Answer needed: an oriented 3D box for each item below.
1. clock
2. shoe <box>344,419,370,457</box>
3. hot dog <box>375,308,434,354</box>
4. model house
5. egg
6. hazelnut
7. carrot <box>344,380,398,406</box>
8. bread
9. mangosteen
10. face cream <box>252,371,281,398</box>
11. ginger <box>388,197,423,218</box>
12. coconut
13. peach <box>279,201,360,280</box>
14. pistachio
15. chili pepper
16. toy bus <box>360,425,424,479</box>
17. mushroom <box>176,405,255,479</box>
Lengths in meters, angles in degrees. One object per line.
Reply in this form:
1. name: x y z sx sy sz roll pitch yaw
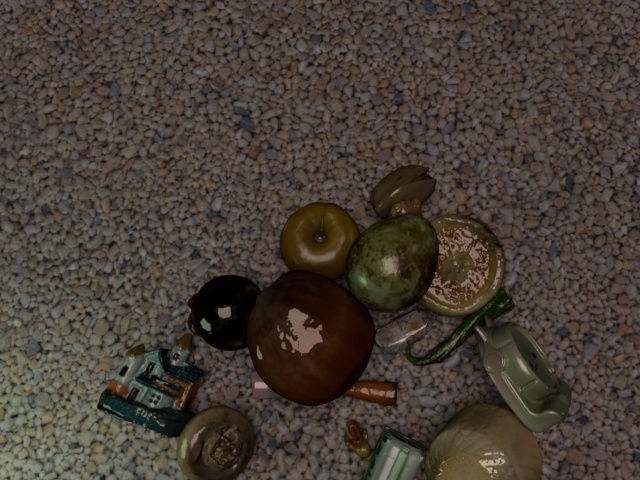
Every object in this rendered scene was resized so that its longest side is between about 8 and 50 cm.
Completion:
1. clock: 0.552 0.348 1.655 0.108 0.265 0.324 -40 79 27
2. shoe: 0.105 0.577 1.735 0.072 0.069 0.109 -9 74 1
3. hot dog: 0.249 0.268 1.784 0.192 0.053 0.099 -31 65 -3
4. model house: -0.461 0.396 1.740 0.253 0.184 0.291 20 74 14
5. egg: 0.198 0.057 1.616 0.238 0.238 0.289 38 77 8
6. hazelnut: -0.023 0.262 1.652 0.366 0.366 0.366 0 80 2
7. carrot: 0.127 0.444 1.759 0.205 0.072 0.072 4 80 5
8. bread: 0.394 0.076 1.765 0.305 0.159 0.305 -1 78 6
9. mangosteen: -0.284 0.219 1.753 0.265 0.228 0.228 -23 78 31
10. face cream: -0.104 0.424 1.775 0.198 0.057 0.084 -4 79 1
11. ginger: 0.204 -0.006 1.767 0.294 0.131 0.086 -52 51 29
12. coconut: 0.445 0.592 1.621 0.329 0.329 0.329 0 80 2
13. peach: 0.000 0.000 1.805 0.251 0.153 0.251 1 65 -2
14. pistachio: 0.253 -0.150 1.823 0.238 0.153 0.138 -32 91 -28
15. chili pepper: 0.418 0.266 1.779 0.359 0.076 0.085 -34 102 -4
16. toy bus: 0.182 0.678 1.666 0.134 0.165 0.276 24 81 7
17. mushroom: -0.287 0.582 1.681 0.226 0.178 0.226 -6 99 -39
